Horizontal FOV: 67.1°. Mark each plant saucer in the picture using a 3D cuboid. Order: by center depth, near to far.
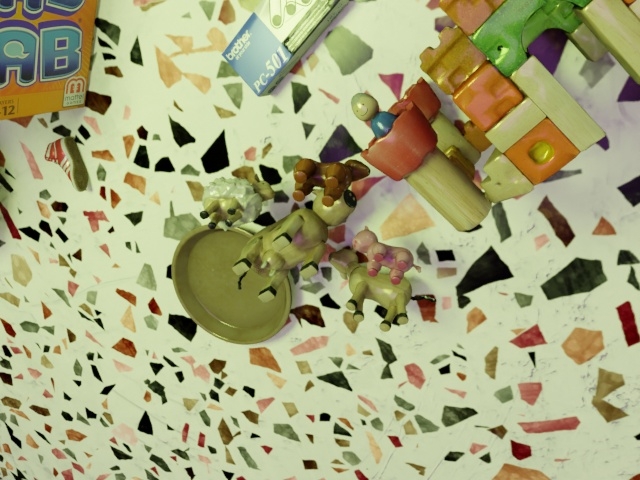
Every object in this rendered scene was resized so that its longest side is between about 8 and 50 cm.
[{"bbox_3d":[-0.183,0.090,1.009,0.278,0.041,0.278,8,114,17],"label":"plant saucer"}]

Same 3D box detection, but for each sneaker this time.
[{"bbox_3d":[-0.547,-0.159,1.038,0.067,0.042,0.118,-8,101,19],"label":"sneaker"}]

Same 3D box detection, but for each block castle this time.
[{"bbox_3d":[0.249,-0.250,0.564,0.213,0.303,0.453,43,119,-8],"label":"block castle"}]

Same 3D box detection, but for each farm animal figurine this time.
[{"bbox_3d":[0.000,0.000,0.835,0.327,0.172,0.330,-13,118,22],"label":"farm animal figurine"}]

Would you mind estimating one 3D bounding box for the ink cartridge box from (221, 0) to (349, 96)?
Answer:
[{"bbox_3d":[-0.060,-0.343,0.782,0.207,0.046,0.097,-40,93,29],"label":"ink cartridge box"}]

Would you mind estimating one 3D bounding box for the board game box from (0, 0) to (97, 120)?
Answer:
[{"bbox_3d":[-0.634,-0.430,0.779,0.356,0.356,0.356,28,118,8],"label":"board game box"}]
